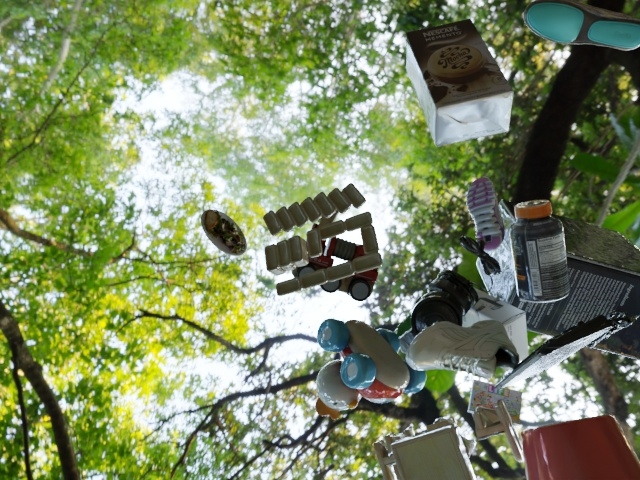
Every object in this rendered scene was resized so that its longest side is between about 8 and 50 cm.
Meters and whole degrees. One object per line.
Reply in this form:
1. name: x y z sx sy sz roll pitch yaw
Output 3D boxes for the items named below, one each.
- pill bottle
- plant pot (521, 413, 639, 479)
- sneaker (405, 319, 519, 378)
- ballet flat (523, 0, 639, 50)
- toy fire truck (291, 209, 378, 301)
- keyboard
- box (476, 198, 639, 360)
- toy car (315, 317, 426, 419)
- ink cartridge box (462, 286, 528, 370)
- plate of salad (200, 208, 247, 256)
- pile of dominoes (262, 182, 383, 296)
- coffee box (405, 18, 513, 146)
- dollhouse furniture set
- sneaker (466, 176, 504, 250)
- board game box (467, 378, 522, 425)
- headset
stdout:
1. pill bottle: 0.556 0.023 1.315 0.130 0.130 0.246 -21 -76 -38
2. plant pot: 0.553 0.504 1.070 0.274 0.275 0.244 2 -116 -23
3. sneaker: 0.278 0.216 0.981 0.231 0.091 0.115 -8 -150 -15
4. ballet flat: 0.698 -0.579 1.373 0.315 0.108 0.106 19 -138 6
5. toy fire truck: 0.052 0.014 1.369 0.216 0.247 0.158 16 180 -6
6. keyboard: 0.417 0.186 0.889 0.201 0.317 0.033 -20 -115 -5
7. box: 0.849 0.113 1.784 0.470 0.298 0.480 14 -158 1
8. toy car: 0.072 0.326 1.175 0.219 0.238 0.210 18 -158 -41
9. ink cartridge box: 0.478 0.245 1.470 0.092 0.159 0.218 -21 -157 -18
10. plate of salad: -0.324 -0.033 1.771 0.199 0.048 0.200 39 -153 -24
11. pile of dominoes: 0.000 0.000 1.058 0.040 0.251 0.196 34 -137 -58
12. coffee box: 0.312 -0.375 1.203 0.167 0.119 0.297 -12 -128 3
13. dollhouse furniture set: 0.340 0.603 1.326 0.394 0.361 0.257 28 -139 -66
14. sneaker: 0.539 -0.084 1.652 0.104 0.095 0.237 -2 -98 -51
15. board game box: 0.552 0.512 1.628 0.153 0.026 0.104 12 -119 12
16. headset: 0.317 0.150 1.373 0.185 0.394 0.243 47 -137 3
